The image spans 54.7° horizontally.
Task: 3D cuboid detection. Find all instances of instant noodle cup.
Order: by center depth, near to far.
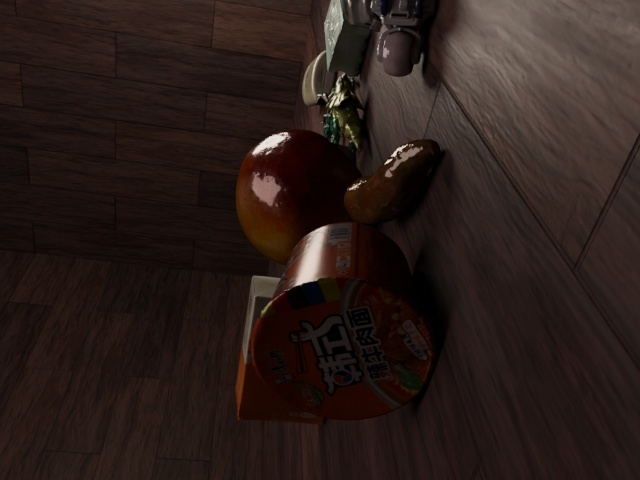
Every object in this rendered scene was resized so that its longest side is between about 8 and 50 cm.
[{"bbox_3d":[0.037,0.102,0.898,0.192,0.251,0.250,-81,3,-58],"label":"instant noodle cup"}]

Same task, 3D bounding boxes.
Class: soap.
[{"bbox_3d":[0.068,-0.566,1.649,0.150,0.094,0.261,105,169,-45],"label":"soap"}]

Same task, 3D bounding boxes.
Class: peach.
[{"bbox_3d":[-0.039,-0.088,1.328,0.332,0.308,0.307,167,109,-77],"label":"peach"}]

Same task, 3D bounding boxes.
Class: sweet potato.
[{"bbox_3d":[0.112,-0.083,1.009,0.292,0.097,0.097,148,129,-69],"label":"sweet potato"}]

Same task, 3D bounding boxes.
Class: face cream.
[{"bbox_3d":[-0.009,-0.569,2.203,0.348,0.081,0.173,-125,42,-77],"label":"face cream"}]

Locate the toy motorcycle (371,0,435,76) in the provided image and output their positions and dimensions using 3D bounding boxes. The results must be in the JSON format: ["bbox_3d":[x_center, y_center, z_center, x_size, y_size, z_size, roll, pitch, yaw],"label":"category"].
[{"bbox_3d":[0.146,-0.405,1.046,0.112,0.113,0.254,-130,46,-79],"label":"toy motorcycle"}]

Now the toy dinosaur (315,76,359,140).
[{"bbox_3d":[0.073,-0.364,1.719,0.179,0.087,0.187,19,123,45],"label":"toy dinosaur"}]

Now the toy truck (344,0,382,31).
[{"bbox_3d":[0.091,-0.513,1.173,0.161,0.177,0.213,-105,24,-65],"label":"toy truck"}]

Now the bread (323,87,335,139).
[{"bbox_3d":[0.040,-0.405,1.915,0.193,0.036,0.112,105,173,-62],"label":"bread"}]

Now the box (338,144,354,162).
[{"bbox_3d":[0.044,-0.203,1.551,0.035,0.083,0.079,111,171,-54],"label":"box"}]

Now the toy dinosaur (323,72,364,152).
[{"bbox_3d":[0.065,-0.275,1.488,0.153,0.094,0.259,101,163,-49],"label":"toy dinosaur"}]

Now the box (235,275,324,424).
[{"bbox_3d":[-0.081,0.275,1.527,0.143,0.225,0.341,-111,30,-70],"label":"box"}]
